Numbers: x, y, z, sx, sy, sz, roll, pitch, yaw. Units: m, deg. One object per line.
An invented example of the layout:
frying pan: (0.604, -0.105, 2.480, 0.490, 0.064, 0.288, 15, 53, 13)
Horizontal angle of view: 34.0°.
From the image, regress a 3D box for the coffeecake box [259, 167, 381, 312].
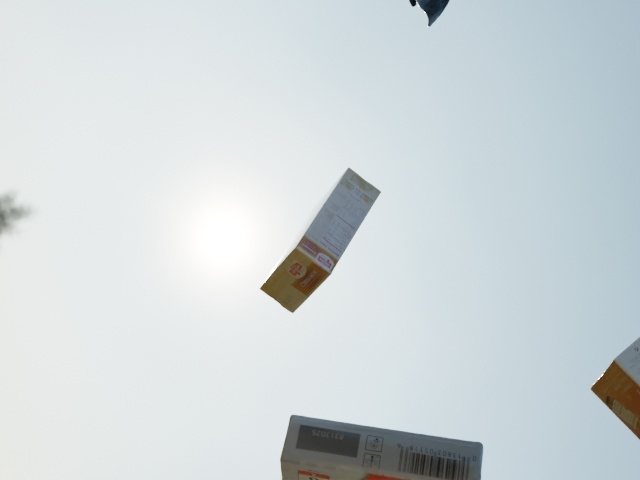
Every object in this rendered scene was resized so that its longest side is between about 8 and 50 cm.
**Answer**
coffeecake box: (0.000, 0.000, 1.591, 0.068, 0.185, 0.142, 37, -38, -5)

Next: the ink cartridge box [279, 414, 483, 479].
ink cartridge box: (0.043, 0.200, 0.814, 0.179, 0.145, 0.045, 91, 9, -53)

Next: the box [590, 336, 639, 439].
box: (0.549, 0.257, 1.711, 0.170, 0.091, 0.130, 47, -24, 21)

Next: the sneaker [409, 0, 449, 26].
sneaker: (0.067, -0.217, 0.767, 0.089, 0.170, 0.051, -48, -113, 19)
